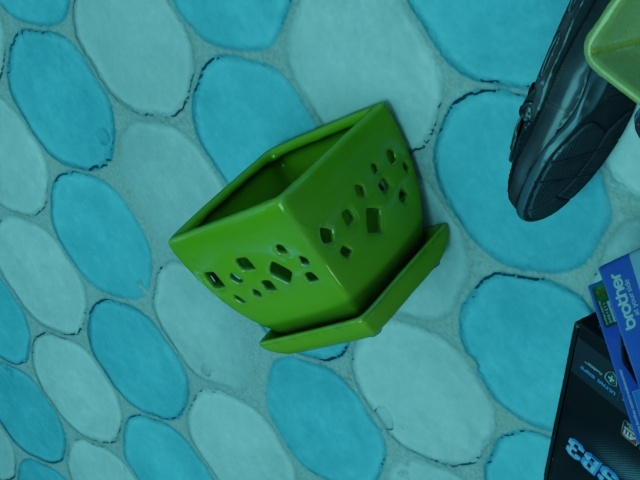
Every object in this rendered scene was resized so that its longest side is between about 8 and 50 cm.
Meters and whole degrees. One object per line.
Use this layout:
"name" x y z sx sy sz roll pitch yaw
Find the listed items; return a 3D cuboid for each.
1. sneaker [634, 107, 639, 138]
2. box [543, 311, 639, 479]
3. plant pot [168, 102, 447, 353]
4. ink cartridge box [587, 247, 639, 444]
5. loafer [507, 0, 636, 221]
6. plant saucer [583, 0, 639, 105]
"sneaker" 0.336 -0.134 1.253 0.083 0.069 0.186 7 121 34
"box" 0.384 0.263 1.442 0.295 0.073 0.293 39 139 37
"plant pot" 0.000 0.000 1.554 0.227 0.228 0.207 -18 112 48
"ink cartridge box" 0.393 0.073 1.269 0.311 0.065 0.186 -30 69 43
"loafer" 0.257 -0.154 1.306 0.095 0.109 0.303 52 137 31
"plant saucer" 0.436 -0.189 1.066 0.333 0.081 0.333 41 123 16
